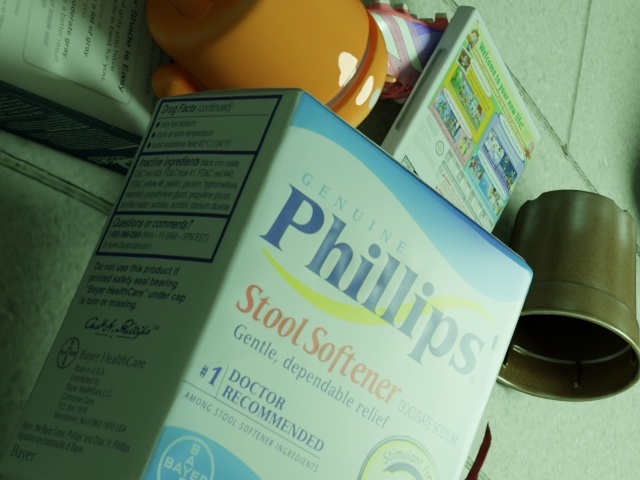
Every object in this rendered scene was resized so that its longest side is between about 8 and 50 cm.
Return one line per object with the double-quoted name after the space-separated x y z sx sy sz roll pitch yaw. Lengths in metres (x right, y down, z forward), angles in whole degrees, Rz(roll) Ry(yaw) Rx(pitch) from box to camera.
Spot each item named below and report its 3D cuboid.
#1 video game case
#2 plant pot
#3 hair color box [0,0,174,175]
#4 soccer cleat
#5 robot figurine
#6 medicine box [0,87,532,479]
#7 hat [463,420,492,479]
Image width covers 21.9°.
0.130 -0.081 1.558 0.193 0.023 0.212 -61 144 -19 "video game case"
0.246 0.049 1.656 0.167 0.167 0.165 46 44 -39 "plant pot"
-0.154 -0.151 1.207 0.347 0.105 0.174 21 72 -49 "hair color box"
0.058 -0.166 1.501 0.248 0.083 0.095 -3 93 -54 "soccer cleat"
-0.034 -0.149 1.169 0.219 0.128 0.158 43 56 -41 "robot figurine"
-0.027 0.084 1.121 0.263 0.149 0.289 35 70 -37 "medicine box"
0.081 0.296 1.514 0.208 0.183 0.173 -2 121 -21 "hat"
